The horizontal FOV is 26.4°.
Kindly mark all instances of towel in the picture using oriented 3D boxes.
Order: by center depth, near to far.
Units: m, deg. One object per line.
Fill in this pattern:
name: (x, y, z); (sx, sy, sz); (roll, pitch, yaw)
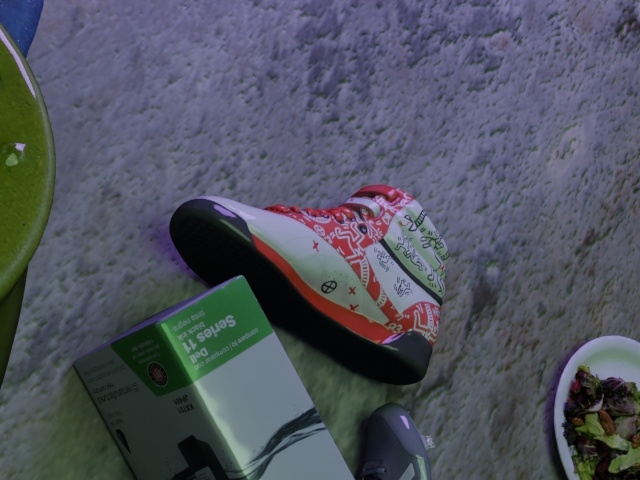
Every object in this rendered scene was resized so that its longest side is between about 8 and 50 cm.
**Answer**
towel: (-0.250, -0.200, 1.076); (0.067, 0.029, 0.119); (24, 62, -27)

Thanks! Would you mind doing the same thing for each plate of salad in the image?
plate of salad: (0.309, 0.189, 1.334); (0.200, 0.048, 0.199); (11, 69, -32)

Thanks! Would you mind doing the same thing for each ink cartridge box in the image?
ink cartridge box: (-0.073, 0.148, 1.009); (0.087, 0.153, 0.208); (-31, 93, -37)

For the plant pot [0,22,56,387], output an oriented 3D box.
plant pot: (-0.308, 0.018, 0.716); (0.366, 0.353, 0.366); (17, 55, -25)

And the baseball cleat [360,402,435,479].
baseball cleat: (0.046, 0.236, 1.117); (0.109, 0.072, 0.205); (0, 71, -29)

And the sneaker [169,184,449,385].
sneaker: (0.000, 0.001, 1.152); (0.270, 0.090, 0.145); (34, 57, -26)
